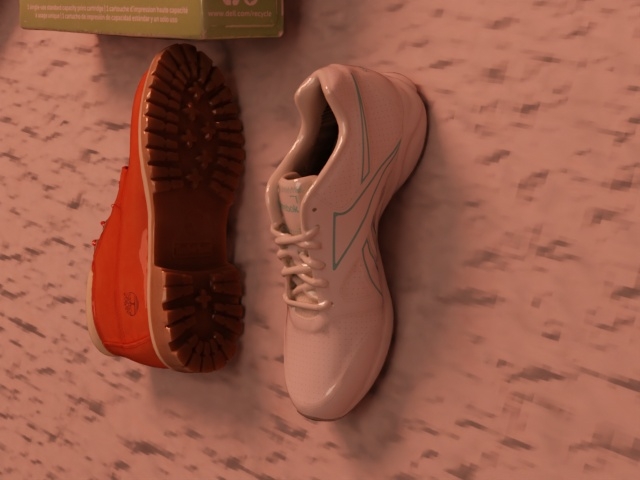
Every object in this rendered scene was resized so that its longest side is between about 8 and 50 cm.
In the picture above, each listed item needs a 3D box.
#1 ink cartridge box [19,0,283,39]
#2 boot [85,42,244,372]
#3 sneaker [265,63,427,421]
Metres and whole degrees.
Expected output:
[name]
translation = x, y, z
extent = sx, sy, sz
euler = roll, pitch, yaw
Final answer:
[ink cartridge box]
translation = -0.086, -0.218, 0.543
extent = 0.171, 0.056, 0.235
euler = 14, 108, 46
[boot]
translation = -0.084, -0.015, 0.549
extent = 0.084, 0.059, 0.158
euler = -5, 82, 46
[sneaker]
translation = 0.000, 0.000, 0.469
extent = 0.053, 0.061, 0.152
euler = 8, 90, 40
